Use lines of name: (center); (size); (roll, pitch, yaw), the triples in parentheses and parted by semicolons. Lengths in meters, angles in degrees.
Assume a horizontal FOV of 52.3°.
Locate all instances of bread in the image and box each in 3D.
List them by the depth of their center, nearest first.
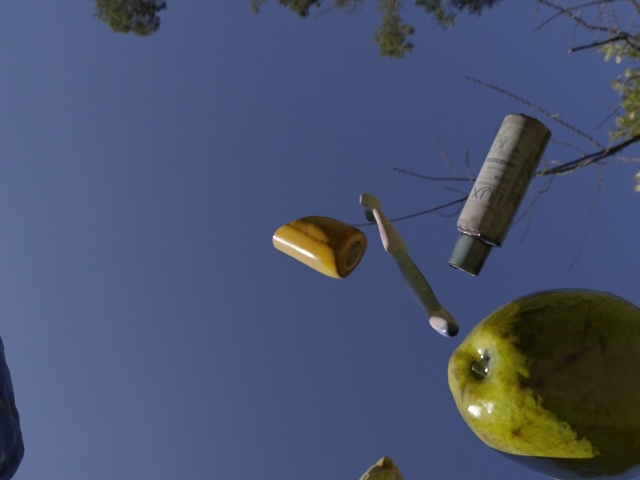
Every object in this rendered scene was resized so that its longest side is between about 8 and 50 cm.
bread: (-0.001, -0.001, 0.724); (0.103, 0.049, 0.062); (26, -107, 40)

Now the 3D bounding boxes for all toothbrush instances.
toothbrush: (0.077, 0.014, 0.623); (0.021, 0.269, 0.027); (-22, -61, 0)

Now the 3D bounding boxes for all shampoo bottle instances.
shampoo bottle: (0.228, -0.056, 0.847); (0.072, 0.072, 0.214); (25, -93, -5)

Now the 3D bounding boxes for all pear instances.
pear: (0.315, 0.181, 0.825); (0.307, 0.253, 0.253); (16, -111, -19)

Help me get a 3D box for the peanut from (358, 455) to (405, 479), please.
peanut: (0.070, 0.349, 0.788); (0.082, 0.082, 0.187); (19, -134, -8)

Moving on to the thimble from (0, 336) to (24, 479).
thimble: (-0.275, 0.093, 0.324); (0.237, 0.237, 0.150); (-19, -111, -19)
